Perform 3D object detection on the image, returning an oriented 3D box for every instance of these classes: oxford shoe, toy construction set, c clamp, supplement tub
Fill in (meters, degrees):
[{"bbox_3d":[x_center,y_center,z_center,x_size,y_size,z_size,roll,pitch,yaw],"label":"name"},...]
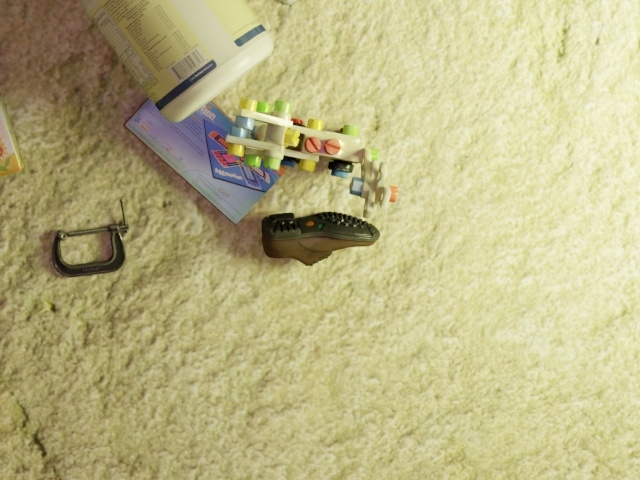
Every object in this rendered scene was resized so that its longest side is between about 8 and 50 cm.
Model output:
[{"bbox_3d":[0.000,0.000,1.980,0.227,0.083,0.096,0,122,-4],"label":"oxford shoe"},{"bbox_3d":[-0.008,-0.161,1.856,0.327,0.215,0.151,25,89,-7],"label":"toy construction set"},{"bbox_3d":[-0.436,0.001,1.968,0.160,0.022,0.137,-13,108,-3],"label":"c clamp"},{"bbox_3d":[-0.260,-0.393,1.774,0.235,0.235,0.325,-36,98,4],"label":"supplement tub"}]

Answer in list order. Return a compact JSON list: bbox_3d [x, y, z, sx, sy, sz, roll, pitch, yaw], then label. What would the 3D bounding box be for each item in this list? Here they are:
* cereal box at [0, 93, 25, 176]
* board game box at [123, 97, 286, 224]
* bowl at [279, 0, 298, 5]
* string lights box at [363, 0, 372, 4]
[{"bbox_3d":[-0.660,-0.220,1.884,0.173,0.047,0.240,-15,103,-1],"label":"cereal box"},{"bbox_3d":[-0.215,-0.174,1.940,0.281,0.027,0.145,43,97,-12],"label":"board game box"},{"bbox_3d":[-0.053,-0.512,1.864,0.142,0.053,0.142,-41,102,6],"label":"bowl"},{"bbox_3d":[0.109,-0.552,1.773,0.133,0.077,0.260,29,118,-24],"label":"string lights box"}]
